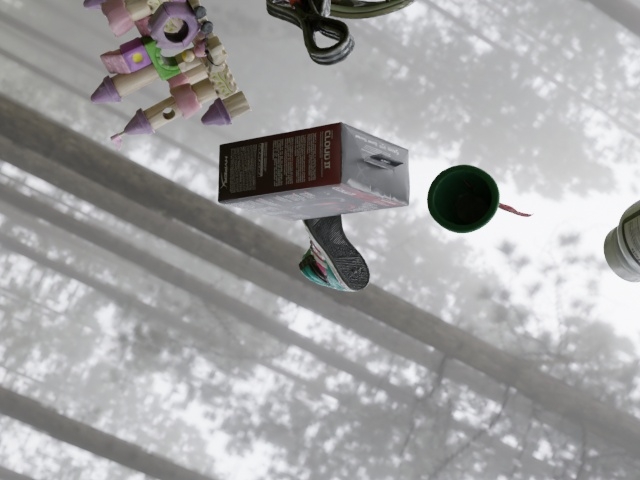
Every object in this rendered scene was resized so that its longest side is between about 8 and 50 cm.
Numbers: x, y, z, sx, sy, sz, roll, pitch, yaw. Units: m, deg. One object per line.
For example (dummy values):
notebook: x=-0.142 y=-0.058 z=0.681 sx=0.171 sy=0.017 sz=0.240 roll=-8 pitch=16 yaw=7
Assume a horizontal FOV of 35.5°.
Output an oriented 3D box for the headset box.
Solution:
headset box: x=0.002 y=-0.114 z=1.733 sx=0.293 sy=0.218 sz=0.110 roll=-6 pitch=-101 yaw=36

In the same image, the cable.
cable: x=-0.022 y=-0.342 z=1.460 sx=0.139 sy=0.072 sz=0.287 roll=-14 pitch=-144 yaw=9

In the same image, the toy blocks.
toy blocks: x=-0.312 y=-0.320 z=1.824 sx=0.260 sy=0.288 sz=0.309 roll=-26 pitch=-141 yaw=-3

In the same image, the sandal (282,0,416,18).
sandal: x=0.045 y=-0.500 z=2.029 sx=0.120 sy=0.302 sz=0.086 roll=-55 pitch=149 yaw=-66

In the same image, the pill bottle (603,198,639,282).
pill bottle: x=0.711 y=-0.024 z=2.006 sx=0.318 sy=0.176 sz=0.176 roll=135 pitch=-25 yaw=-62

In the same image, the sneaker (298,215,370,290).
sneaker: x=0.000 y=0.000 z=2.510 sx=0.124 sy=0.295 sz=0.178 roll=-30 pitch=-173 yaw=-29

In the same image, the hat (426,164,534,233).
hat: x=0.385 y=-0.074 z=2.494 sx=0.208 sy=0.183 sz=0.173 roll=34 pitch=-91 yaw=26
